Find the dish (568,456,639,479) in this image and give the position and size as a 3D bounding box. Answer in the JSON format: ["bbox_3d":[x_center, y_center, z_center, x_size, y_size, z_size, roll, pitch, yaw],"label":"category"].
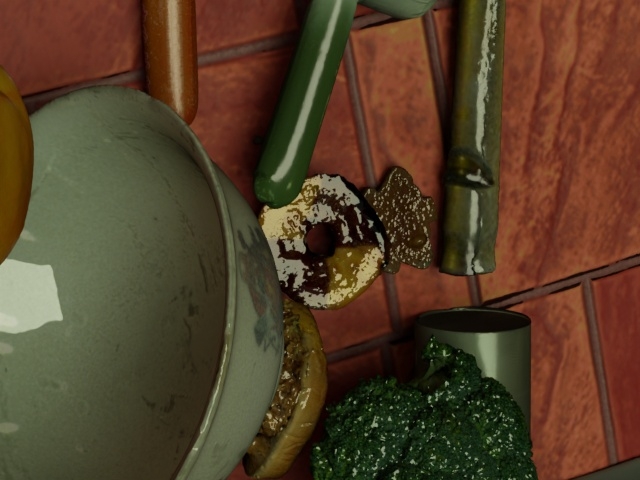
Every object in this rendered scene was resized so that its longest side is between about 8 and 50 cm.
[{"bbox_3d":[0.308,0.365,1.876,0.243,0.080,0.182,-14,104,-20],"label":"dish"}]

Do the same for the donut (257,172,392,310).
[{"bbox_3d":[0.000,0.000,1.677,0.140,0.059,0.140,0,93,-8],"label":"donut"}]

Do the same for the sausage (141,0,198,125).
[{"bbox_3d":[-0.147,-0.267,1.586,0.053,0.053,0.348,-5,101,-22],"label":"sausage"}]

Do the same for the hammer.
[{"bbox_3d":[0.000,-0.192,1.625,0.206,0.119,0.335,18,91,-24],"label":"hammer"}]

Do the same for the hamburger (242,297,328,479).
[{"bbox_3d":[-0.069,0.141,1.614,0.118,0.191,0.182,9,101,-22],"label":"hamburger"}]

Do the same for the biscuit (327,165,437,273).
[{"bbox_3d":[0.064,-0.013,1.738,0.130,0.019,0.119,-22,107,-19],"label":"biscuit"}]

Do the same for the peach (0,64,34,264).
[{"bbox_3d":[-0.402,-0.051,1.399,0.289,0.289,0.308,16,123,-25],"label":"peach"}]

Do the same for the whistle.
[{"bbox_3d":[0.163,-0.123,1.743,0.068,0.057,0.326,-18,112,-66],"label":"whistle"}]

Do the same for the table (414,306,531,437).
[{"bbox_3d":[0.162,0.191,1.757,0.126,0.126,0.220,-5,101,-23],"label":"table"}]

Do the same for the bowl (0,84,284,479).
[{"bbox_3d":[-0.162,0.092,1.479,0.196,0.435,0.435,16,92,-45],"label":"bowl"}]

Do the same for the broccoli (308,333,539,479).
[{"bbox_3d":[0.090,0.242,1.623,0.261,0.241,0.269,-43,130,-19],"label":"broccoli"}]
